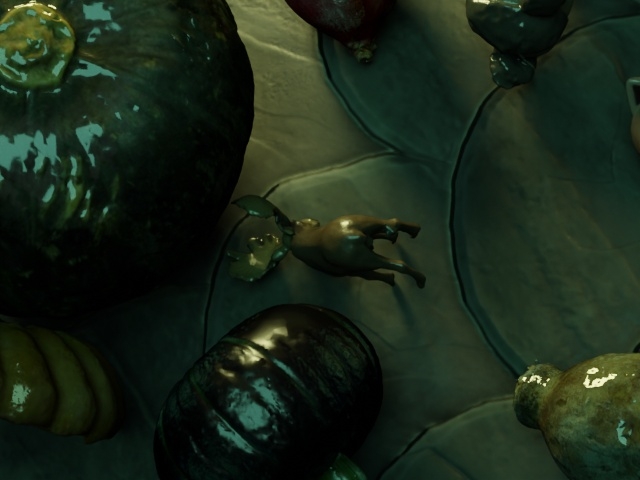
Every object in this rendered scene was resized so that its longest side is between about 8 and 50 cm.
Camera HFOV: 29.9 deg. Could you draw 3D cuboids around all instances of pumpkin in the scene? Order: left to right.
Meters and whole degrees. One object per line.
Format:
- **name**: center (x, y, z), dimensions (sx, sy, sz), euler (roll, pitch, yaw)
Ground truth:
- **pumpkin**: center (-0.292, -0.141, 1.258), dimensions (0.454, 0.344, 0.455), euler (2, 74, -6)
- **pumpkin**: center (-0.027, 0.194, 1.174), dimensions (0.248, 0.248, 0.248), euler (-3, 75, 11)

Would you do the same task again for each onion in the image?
- **onion**: center (0.028, -0.293, 1.346), dimensions (0.159, 0.159, 0.195), euler (-18, 100, 7)

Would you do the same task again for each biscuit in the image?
- **biscuit**: center (-0.347, 0.123, 1.214), dimensions (0.325, 0.326, 0.107), euler (13, 79, 15)

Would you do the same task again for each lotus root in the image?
- **lotus root**: center (0.346, 0.198, 1.132), dimensions (0.349, 0.175, 0.175), euler (15, 79, 18)

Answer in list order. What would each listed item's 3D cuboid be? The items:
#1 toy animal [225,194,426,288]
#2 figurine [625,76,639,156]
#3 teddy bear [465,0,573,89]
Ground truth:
- **toy animal**: center (0.000, 0.000, 1.271), dimensions (0.186, 0.214, 0.094), euler (5, 84, -18)
- **figurine**: center (0.382, -0.120, 1.229), dimensions (0.125, 0.125, 0.138), euler (-14, 118, 8)
- **teddy bear**: center (0.222, -0.307, 1.281), dimensions (0.144, 0.171, 0.251), euler (24, 73, -5)
